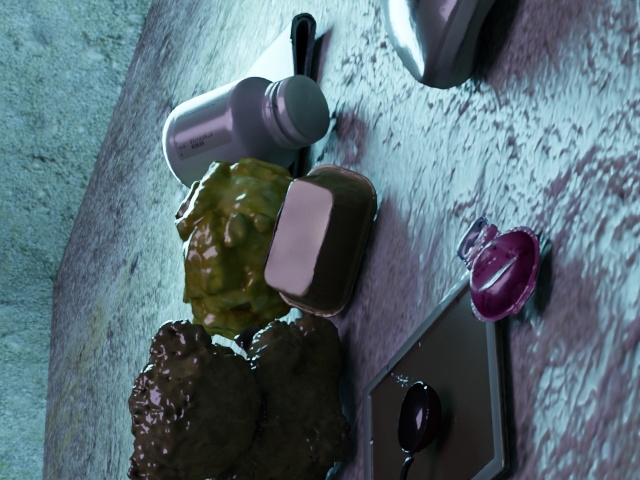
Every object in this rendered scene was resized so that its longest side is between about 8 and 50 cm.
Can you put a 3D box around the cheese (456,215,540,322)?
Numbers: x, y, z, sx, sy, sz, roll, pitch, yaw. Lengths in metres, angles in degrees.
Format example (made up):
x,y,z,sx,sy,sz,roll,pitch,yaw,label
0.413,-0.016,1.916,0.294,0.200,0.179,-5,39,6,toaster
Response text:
x,y,z,sx,sy,sz,roll,pitch,yaw,label
0.156,0.022,1.400,0.095,0.038,0.145,-57,26,13,cheese

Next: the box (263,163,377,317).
x,y,z,sx,sy,sz,roll,pitch,yaw,label
0.000,0.000,1.841,0.111,0.111,0.177,-143,69,-72,box

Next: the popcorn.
x,y,z,sx,sy,sz,roll,pitch,yaw,label
-0.087,0.013,2.013,0.266,0.192,0.233,-47,-42,-76,popcorn

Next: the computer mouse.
x,y,z,sx,sy,sz,roll,pitch,yaw,label
0.121,-0.285,1.688,0.331,0.095,0.197,-113,44,-63,computer mouse

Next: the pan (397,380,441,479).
x,y,z,sx,sy,sz,roll,pitch,yaw,label
0.091,0.189,1.465,0.068,0.023,0.115,151,133,-65,pan

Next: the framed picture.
x,y,z,sx,sy,sz,roll,pitch,yaw,label
0.107,0.176,1.499,0.296,0.019,0.232,126,152,-50,framed picture

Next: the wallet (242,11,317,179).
x,y,z,sx,sy,sz,roll,pitch,yaw,label
-0.076,-0.161,2.283,0.251,0.054,0.290,146,134,-65,wallet

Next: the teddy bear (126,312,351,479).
x,y,z,sx,sy,sz,roll,pitch,yaw,label
-0.093,0.197,1.731,0.156,0.256,0.267,180,102,-68,teddy bear

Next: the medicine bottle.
x,y,z,sx,sy,sz,roll,pitch,yaw,label
-0.096,-0.148,2.110,0.215,0.135,0.135,-17,56,38,medicine bottle
